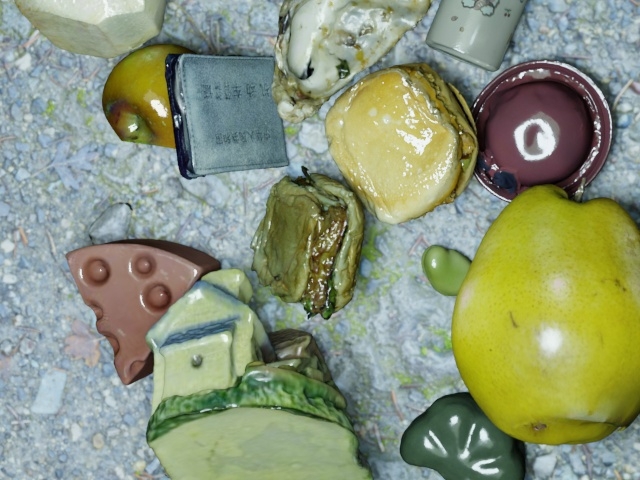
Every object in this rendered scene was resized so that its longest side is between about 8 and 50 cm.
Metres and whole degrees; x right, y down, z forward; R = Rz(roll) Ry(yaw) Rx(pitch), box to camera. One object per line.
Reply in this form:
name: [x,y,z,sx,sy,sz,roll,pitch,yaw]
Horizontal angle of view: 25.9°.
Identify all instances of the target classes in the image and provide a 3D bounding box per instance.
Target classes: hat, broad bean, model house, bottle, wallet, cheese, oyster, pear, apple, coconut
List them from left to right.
coconut: [-0.303,-0.365,1.901,0.236,0.197,0.237,0,100,3]
cheese: [-0.270,0.067,1.959,0.177,0.128,0.203,36,102,8]
apple: [-0.219,-0.186,1.912,0.146,0.147,0.163,-6,106,40]
wallet: [-0.123,-0.170,1.878,0.036,0.222,0.167,-7,91,37]
model house: [-0.078,0.195,1.846,0.261,0.321,0.266,-14,50,10]
oyster: [0.044,-0.295,1.914,0.294,0.094,0.166,-28,107,0]
broad bean: [0.176,0.042,1.924,0.083,0.045,0.063,37,86,-2]
bottle: [0.232,-0.350,1.859,0.110,0.110,0.233,24,96,7]
hat: [0.291,-0.144,1.871,0.205,0.089,0.206,1,94,10]
pear: [0.305,0.097,1.788,0.284,0.285,0.337,-18,89,9]

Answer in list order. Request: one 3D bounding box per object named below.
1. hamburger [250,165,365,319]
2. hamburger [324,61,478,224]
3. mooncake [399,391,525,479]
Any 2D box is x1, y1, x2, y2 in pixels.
hamburger: [0.000,0.000,1.880,0.129,0.206,0.183,4,107,-28]
hamburger: [0.108,-0.128,1.869,0.213,0.108,0.214,10,110,27]
mooncake: [0.195,0.296,1.904,0.175,0.104,0.169,10,100,12]
